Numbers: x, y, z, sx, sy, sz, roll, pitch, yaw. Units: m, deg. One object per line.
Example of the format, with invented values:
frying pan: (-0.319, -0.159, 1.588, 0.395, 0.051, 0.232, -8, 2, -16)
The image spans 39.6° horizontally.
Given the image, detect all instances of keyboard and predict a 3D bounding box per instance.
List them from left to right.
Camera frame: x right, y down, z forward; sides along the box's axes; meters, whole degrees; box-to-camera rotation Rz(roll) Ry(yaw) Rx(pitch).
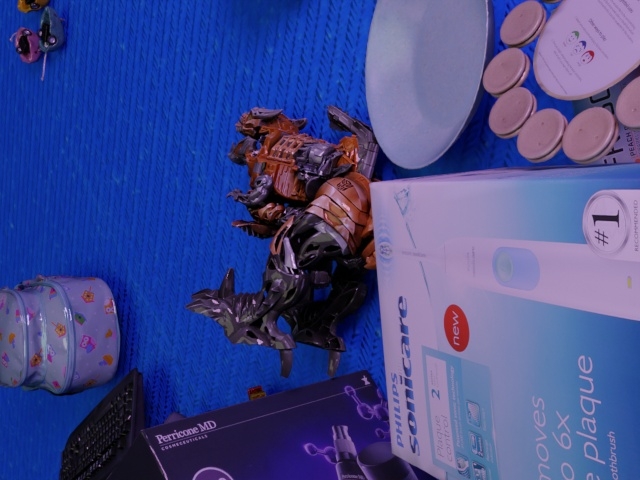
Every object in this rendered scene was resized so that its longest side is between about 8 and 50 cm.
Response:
keyboard: (-0.296, 0.312, 1.176, 0.317, 0.033, 0.201, -44, 46, 48)

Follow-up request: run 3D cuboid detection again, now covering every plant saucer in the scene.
plant saucer: (0.096, -0.154, 0.733, 0.195, 0.037, 0.195, -178, 90, -66)

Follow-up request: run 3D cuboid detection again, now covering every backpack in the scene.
backpack: (-0.354, 0.127, 1.194, 0.188, 0.144, 0.165, -6, 85, 44)

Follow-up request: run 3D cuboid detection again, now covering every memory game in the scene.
memory game: (0.181, -0.132, 0.574, 0.186, 0.012, 0.186, -33, 43, 36)

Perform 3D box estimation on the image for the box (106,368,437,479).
box: (-0.026, 0.234, 0.773, 0.184, 0.261, 0.103, 54, 130, 26)

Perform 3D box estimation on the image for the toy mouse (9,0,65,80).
toy mouse: (-0.396, -0.292, 1.262, 0.161, 0.031, 0.143, -28, 75, 45)

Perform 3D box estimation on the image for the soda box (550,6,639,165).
soda box: (0.220, -0.084, 0.622, 0.063, 0.058, 0.183, -16, 83, 47)

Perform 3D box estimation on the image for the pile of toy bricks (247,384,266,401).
pile of toy bricks: (-0.084, 0.270, 0.969, 0.105, 0.118, 0.212, -160, 57, -77)

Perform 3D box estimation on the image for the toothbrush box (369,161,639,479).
toothbrush box: (0.157, 0.060, 0.568, 0.295, 0.126, 0.216, -170, 74, -67)

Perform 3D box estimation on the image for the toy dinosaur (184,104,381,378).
toy dinosaur: (0.000, 0.000, 0.810, 0.218, 0.164, 0.322, -58, 32, 15)

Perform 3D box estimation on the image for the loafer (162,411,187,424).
loafer: (-0.186, 0.344, 1.077, 0.095, 0.109, 0.302, 21, 118, -1)
